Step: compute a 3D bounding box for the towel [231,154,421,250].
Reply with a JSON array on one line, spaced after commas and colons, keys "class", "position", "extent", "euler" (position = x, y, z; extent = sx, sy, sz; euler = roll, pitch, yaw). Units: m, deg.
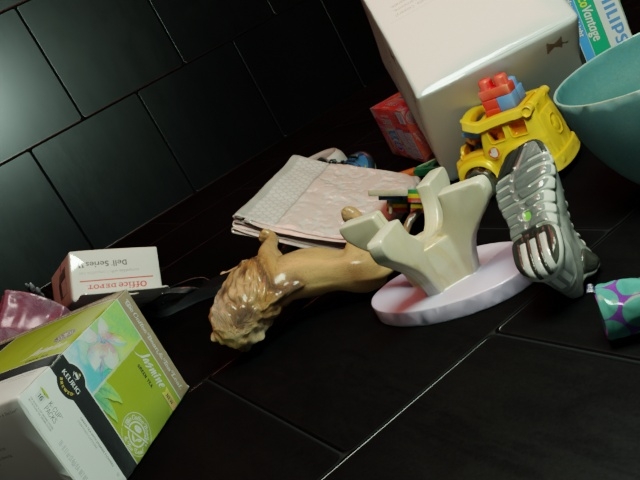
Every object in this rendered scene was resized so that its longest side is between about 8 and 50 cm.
[{"class": "towel", "position": [0.021, -0.081, 1.647], "extent": [0.317, 0.053, 0.332], "euler": [12, 34, 19]}]

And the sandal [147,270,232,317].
[{"class": "sandal", "position": [-0.304, 0.114, 1.839], "extent": [0.255, 0.054, 0.097], "euler": [-22, 17, 24]}]

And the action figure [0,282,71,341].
[{"class": "action figure", "position": [-0.673, 0.289, 1.680], "extent": [0.275, 0.248, 0.370], "euler": [112, 180, -60]}]

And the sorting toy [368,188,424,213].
[{"class": "sorting toy", "position": [0.176, -0.076, 1.507], "extent": [0.132, 0.046, 0.274], "euler": [1, 4, 20]}]

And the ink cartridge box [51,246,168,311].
[{"class": "ink cartridge box", "position": [-0.501, 0.097, 1.838], "extent": [0.207, 0.119, 0.353], "euler": [-4, -12, -28]}]

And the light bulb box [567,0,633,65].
[{"class": "light bulb box", "position": [0.557, -0.505, 1.993], "extent": [0.361, 0.225, 0.358], "euler": [-24, 15, 12]}]

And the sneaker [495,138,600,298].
[{"class": "sneaker", "position": [0.304, -0.019, 1.028], "extent": [0.086, 0.132, 0.228], "euler": [-30, 40, 37]}]

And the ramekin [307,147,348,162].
[{"class": "ramekin", "position": [-0.004, -0.165, 2.110], "extent": [0.207, 0.109, 0.207], "euler": [-26, 15, 8]}]

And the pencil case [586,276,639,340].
[{"class": "pencil case", "position": [0.368, 0.054, 0.825], "extent": [0.152, 0.064, 0.070], "euler": [-21, 33, 25]}]

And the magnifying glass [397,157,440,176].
[{"class": "magnifying glass", "position": [0.246, -0.170, 1.842], "extent": [0.231, 0.026, 0.092], "euler": [-18, 19, 37]}]

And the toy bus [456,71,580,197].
[{"class": "toy bus", "position": [0.333, -0.202, 1.442], "extent": [0.220, 0.211, 0.149], "euler": [-17, 21, 42]}]

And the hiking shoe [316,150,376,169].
[{"class": "hiking shoe", "position": [0.045, -0.157, 1.915], "extent": [0.113, 0.132, 0.304], "euler": [5, 36, 33]}]

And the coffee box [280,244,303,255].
[{"class": "coffee box", "position": [0.000, 0.000, 1.697], "extent": [0.184, 0.040, 0.113], "euler": [-26, 15, 11]}]

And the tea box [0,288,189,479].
[{"class": "tea box", "position": [-0.444, 0.282, 1.235], "extent": [0.329, 0.220, 0.323], "euler": [-22, 18, 23]}]

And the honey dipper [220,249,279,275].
[{"class": "honey dipper", "position": [-0.172, 0.053, 1.864], "extent": [0.161, 0.030, 0.030], "euler": [-28, 15, 19]}]

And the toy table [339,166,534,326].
[{"class": "toy table", "position": [0.167, 0.009, 1.149], "extent": [0.274, 0.160, 0.252], "euler": [-22, 16, 27]}]

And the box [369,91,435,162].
[{"class": "box", "position": [0.256, -0.311, 2.042], "extent": [0.142, 0.154, 0.300], "euler": [-30, 14, -4]}]

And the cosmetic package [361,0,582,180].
[{"class": "cosmetic package", "position": [0.306, -0.415, 1.630], "extent": [0.328, 0.329, 0.393], "euler": [-26, 58, 6]}]

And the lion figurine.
[{"class": "lion figurine", "position": [-0.005, 0.056, 1.353], "extent": [0.392, 0.142, 0.240], "euler": [-21, 24, 13]}]

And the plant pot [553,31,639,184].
[{"class": "plant pot", "position": [0.500, -0.176, 1.077], "extent": [0.290, 0.195, 0.290], "euler": [-28, 16, 9]}]
